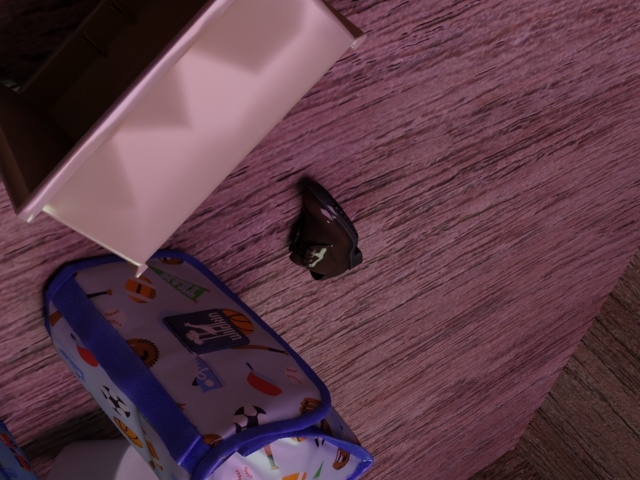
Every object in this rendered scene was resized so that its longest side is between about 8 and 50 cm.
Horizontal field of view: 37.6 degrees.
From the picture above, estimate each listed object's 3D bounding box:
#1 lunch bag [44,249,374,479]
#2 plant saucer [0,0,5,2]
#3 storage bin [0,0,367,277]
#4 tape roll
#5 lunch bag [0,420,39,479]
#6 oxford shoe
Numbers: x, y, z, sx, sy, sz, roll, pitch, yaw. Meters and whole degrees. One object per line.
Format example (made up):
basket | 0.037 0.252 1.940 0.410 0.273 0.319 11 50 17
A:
lunch bag | -0.140 0.194 1.166 0.239 0.328 0.385 -46 151 -2
plant saucer | -0.264 -0.227 0.750 0.083 0.013 0.083 -31 150 -21
storage bin | -0.140 -0.154 0.760 0.262 0.260 0.123 -46 135 7
tape roll | -0.304 0.424 1.330 0.100 0.286 0.286 -2 149 6
lunch bag | -0.411 0.272 1.043 0.138 0.221 0.293 -35 152 -15
oxford shoe | 0.000 0.000 1.336 0.096 0.083 0.227 -32 150 -9
